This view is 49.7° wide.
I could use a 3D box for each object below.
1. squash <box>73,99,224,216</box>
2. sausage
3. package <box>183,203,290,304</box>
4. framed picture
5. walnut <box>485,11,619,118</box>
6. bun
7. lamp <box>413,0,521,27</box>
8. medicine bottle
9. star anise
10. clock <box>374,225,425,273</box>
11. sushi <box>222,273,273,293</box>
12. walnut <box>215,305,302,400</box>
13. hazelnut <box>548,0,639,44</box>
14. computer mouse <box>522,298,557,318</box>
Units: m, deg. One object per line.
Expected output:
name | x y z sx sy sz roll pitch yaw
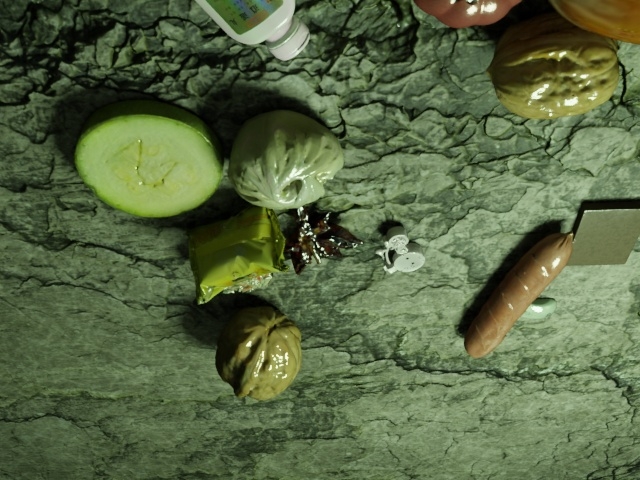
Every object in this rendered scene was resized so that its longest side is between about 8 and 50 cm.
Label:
squash | -0.291 -0.133 1.196 0.252 0.048 0.252 -1 139 -1
sausage | 0.412 0.125 1.483 0.088 0.087 0.433 10 136 -13
package | -0.158 0.014 1.292 0.226 0.168 0.090 -18 159 21
framed picture | 0.566 -0.011 1.376 0.128 0.023 0.168 -2 139 1
walnut | 0.333 -0.253 0.996 0.184 0.155 0.155 -6 139 16
bun | -0.056 -0.120 1.159 0.193 0.127 0.178 14 135 -20
lamp | 0.192 -0.367 0.886 0.182 0.140 0.182 -2 120 -3
medicine bottle | -0.102 -0.341 0.941 0.115 0.078 0.219 -28 132 24
star anise | 0.000 -0.003 1.348 0.157 0.053 0.212 10 135 -12
clock | 0.157 0.021 1.389 0.087 0.041 0.129 -19 140 15
sushi | -0.170 0.056 1.393 0.150 0.078 0.090 -2 139 -1
walnut | -0.137 0.254 1.537 0.198 0.198 0.245 13 133 -16
hazelnut | 0.403 -0.383 0.738 0.373 0.315 0.372 0 121 0
computer mouse | 0.481 0.157 1.558 0.110 0.032 0.056 2 138 -4
